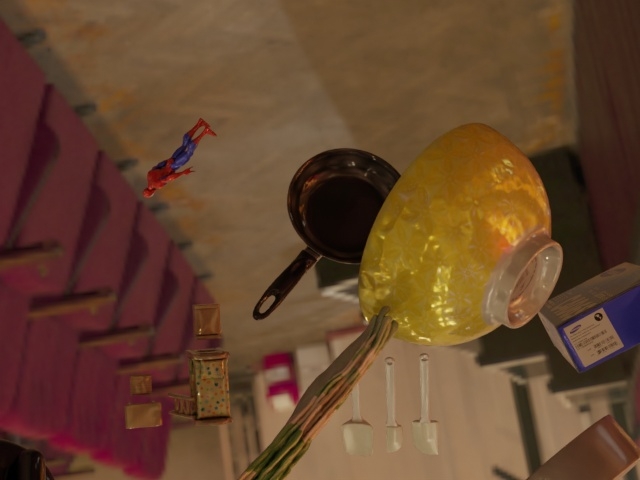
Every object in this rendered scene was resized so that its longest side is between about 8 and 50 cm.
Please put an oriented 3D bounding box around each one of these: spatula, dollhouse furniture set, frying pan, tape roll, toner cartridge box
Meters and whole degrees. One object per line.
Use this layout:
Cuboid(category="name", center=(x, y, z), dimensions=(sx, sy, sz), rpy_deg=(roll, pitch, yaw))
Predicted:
Cuboid(category="spatula", center=(0.116, 0.283, 2.114), dimensions=(0.168, 0.019, 0.242), rpy_deg=(2, 128, 9))
Cuboid(category="dollhouse furniture set", center=(-0.226, 0.195, 1.925), dimensions=(0.161, 0.182, 0.101), rpy_deg=(-3, 180, -14))
Cuboid(category="frying pan", center=(0.029, 0.006, 1.889), dimensions=(0.197, 0.326, 0.053), rpy_deg=(16, 155, -2))
Cuboid(category="tape roll", center=(0.325, 0.329, 1.650), dimensions=(0.219, 0.072, 0.219), rpy_deg=(-35, 161, -14))
Cuboid(category="toner cartridge box", center=(0.415, 0.106, 1.814), dimensions=(0.165, 0.075, 0.348), rpy_deg=(-27, 179, 5))

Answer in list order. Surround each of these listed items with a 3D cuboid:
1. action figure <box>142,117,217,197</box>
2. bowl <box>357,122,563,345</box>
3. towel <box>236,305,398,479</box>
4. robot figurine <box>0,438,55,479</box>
Cuboid(category="action figure", center=(-0.171, -0.094, 1.484), dimensions=(0.115, 0.038, 0.030), rpy_deg=(-44, 137, 6))
Cuboid(category="bowl", center=(0.195, 0.020, 1.495), dimensions=(0.156, 0.289, 0.289), rpy_deg=(32, -174, 32))
Cuboid(category="towel", center=(-0.046, 0.227, 1.385), dimensions=(0.325, 0.038, 0.248), rpy_deg=(-48, 179, -41))
Cuboid(category="robot figurine", center=(-0.434, 0.361, 1.573), dimensions=(0.278, 0.209, 0.173), rpy_deg=(-47, -177, 43))
